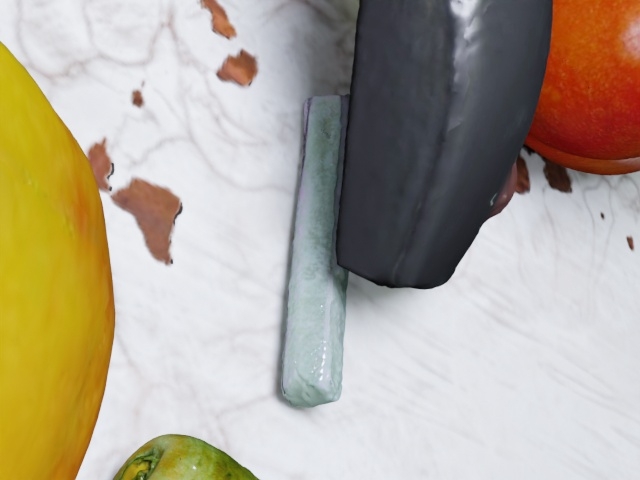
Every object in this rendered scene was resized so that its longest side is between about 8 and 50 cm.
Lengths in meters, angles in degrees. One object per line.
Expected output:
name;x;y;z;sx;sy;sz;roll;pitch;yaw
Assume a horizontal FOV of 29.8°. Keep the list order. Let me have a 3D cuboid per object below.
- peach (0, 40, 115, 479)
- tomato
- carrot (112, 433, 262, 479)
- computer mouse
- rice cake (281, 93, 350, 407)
peach;-0.228;0.039;0.349;0.308;0.308;0.332;47;65;-19
tomato;0.247;-0.169;0.854;0.298;0.298;0.226;-9;83;-44
carrot;0.029;0.219;0.656;0.358;0.074;0.074;41;51;-26
computer mouse;0.082;-0.105;0.706;0.170;0.100;0.269;-35;133;-65
rice cake;0.001;0.000;0.731;0.033;0.033;0.208;51;39;-57
